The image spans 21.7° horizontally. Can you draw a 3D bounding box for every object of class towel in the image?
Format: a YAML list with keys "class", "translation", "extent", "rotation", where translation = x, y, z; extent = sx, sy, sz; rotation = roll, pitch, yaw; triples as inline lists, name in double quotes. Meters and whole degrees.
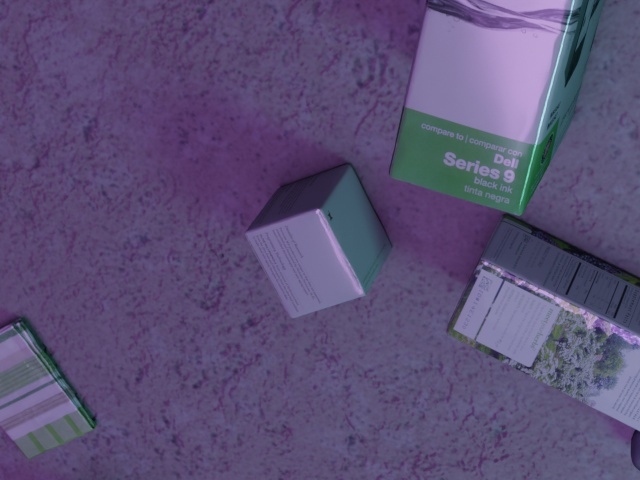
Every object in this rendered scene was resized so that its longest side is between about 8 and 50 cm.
- class: "towel"
  translation: [-0.328, 0.165, 1.849]
  extent: [0.113, 0.023, 0.152]
  rotation: [-25, 107, 31]

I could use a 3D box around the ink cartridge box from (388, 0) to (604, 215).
- class: "ink cartridge box"
  translation: [0.163, -0.199, 1.360]
  extent: [0.121, 0.211, 0.289]
  rotation: [18, 121, 12]

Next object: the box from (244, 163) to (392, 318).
- class: "box"
  translation: [0.000, 0.000, 1.589]
  extent: [0.087, 0.101, 0.102]
  rotation: [-19, 109, 27]

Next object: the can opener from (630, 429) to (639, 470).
- class: "can opener"
  translation: [0.434, 0.179, 1.550]
  extent: [0.283, 0.076, 0.095]
  rotation: [3, 84, 20]

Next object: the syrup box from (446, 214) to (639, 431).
- class: "syrup box"
  translation: [0.247, 0.082, 1.541]
  extent: [0.236, 0.096, 0.093]
  rotation: [26, 123, 6]
